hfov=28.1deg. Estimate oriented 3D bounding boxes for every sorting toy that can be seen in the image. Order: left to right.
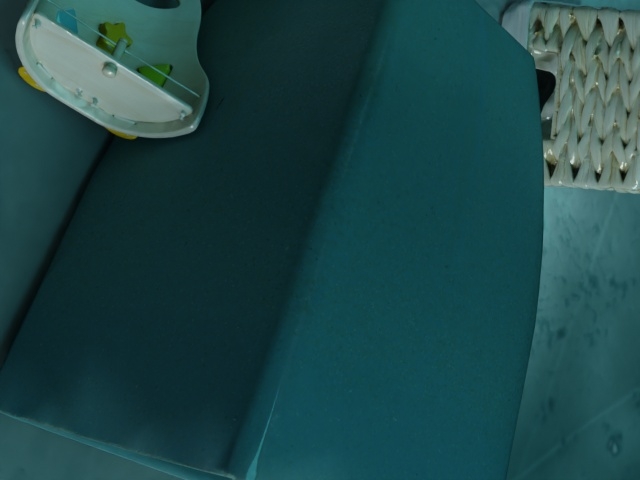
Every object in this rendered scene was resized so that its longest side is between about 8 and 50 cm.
[{"bbox_3d":[-0.084,-0.091,0.546,0.083,0.045,0.075,32,59,-21],"label":"sorting toy"}]

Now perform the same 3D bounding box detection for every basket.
[{"bbox_3d":[0.196,-0.084,0.777,0.167,0.103,0.113,-4,101,-43],"label":"basket"}]

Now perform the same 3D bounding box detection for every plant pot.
[{"bbox_3d":[0.000,0.000,0.571,0.165,0.165,0.234,32,71,-43],"label":"plant pot"}]
